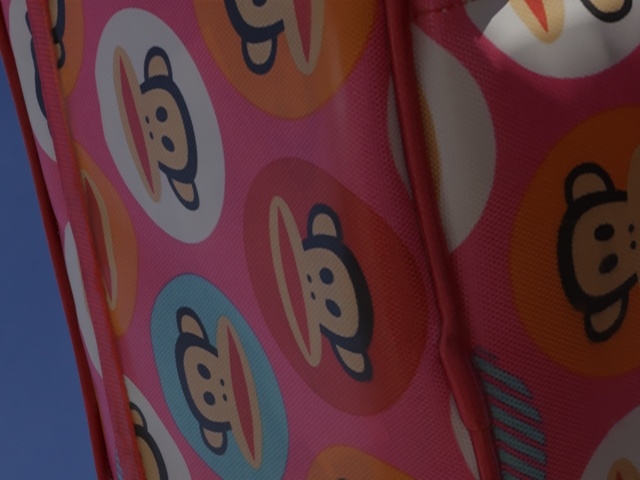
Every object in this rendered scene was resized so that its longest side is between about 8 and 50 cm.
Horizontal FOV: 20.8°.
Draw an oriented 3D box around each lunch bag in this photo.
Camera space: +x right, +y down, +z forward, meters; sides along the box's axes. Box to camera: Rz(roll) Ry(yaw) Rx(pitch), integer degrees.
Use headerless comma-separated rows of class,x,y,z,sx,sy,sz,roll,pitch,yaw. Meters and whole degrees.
lunch bag,0.000,0.000,0.506,0.120,0.258,0.293,-19,-74,-31
